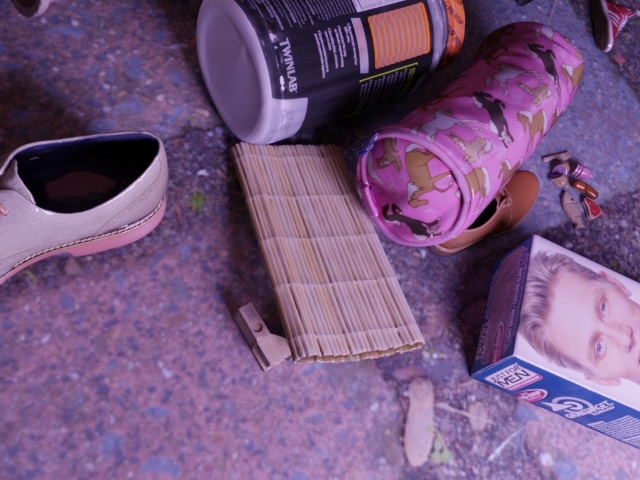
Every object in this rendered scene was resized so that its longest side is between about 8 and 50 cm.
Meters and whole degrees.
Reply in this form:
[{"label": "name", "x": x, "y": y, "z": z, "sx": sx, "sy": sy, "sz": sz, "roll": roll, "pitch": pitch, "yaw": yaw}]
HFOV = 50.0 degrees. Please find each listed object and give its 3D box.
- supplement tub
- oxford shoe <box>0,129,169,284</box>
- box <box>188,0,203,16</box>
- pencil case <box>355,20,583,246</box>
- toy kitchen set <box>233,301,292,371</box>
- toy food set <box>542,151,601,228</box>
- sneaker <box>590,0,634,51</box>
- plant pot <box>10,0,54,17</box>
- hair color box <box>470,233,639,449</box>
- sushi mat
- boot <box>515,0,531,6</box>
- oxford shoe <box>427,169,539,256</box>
[{"label": "supplement tub", "x": 0.019, "y": -0.254, "z": 0.879, "sx": 0.316, "sy": 0.193, "sz": 0.194, "roll": -23, "pitch": 75, "yaw": -28}, {"label": "oxford shoe", "x": -0.337, "y": -0.028, "z": 0.672, "sx": 0.397, "sy": 0.146, "sz": 0.140, "roll": -26, "pitch": 78, "yaw": -27}, {"label": "box", "x": -0.079, "y": -0.375, "z": 0.989, "sx": 0.225, "sy": 0.036, "sz": 0.136, "roll": 0, "pitch": 66, "yaw": -18}, {"label": "pencil case", "x": 0.201, "y": -0.152, "z": 0.891, "sx": 0.167, "sy": 0.160, "sz": 0.386, "roll": 35, "pitch": 51, "yaw": 16}, {"label": "toy kitchen set", "x": -0.038, "y": 0.090, "z": 0.770, "sx": 0.083, "sy": 0.068, "sz": 0.075, "roll": -26, "pitch": 77, "yaw": -28}, {"label": "toy food set", "x": 0.385, "y": -0.080, "z": 1.028, "sx": 0.078, "sy": 0.019, "sz": 0.122, "roll": -15, "pitch": 72, "yaw": -25}, {"label": "sneaker", "x": 0.514, "y": -0.372, "z": 1.197, "sx": 0.067, "sy": 0.042, "sz": 0.118, "roll": 10, "pitch": 61, "yaw": -11}, {"label": "plant pot", "x": -0.236, "y": -0.459, "z": 0.812, "sx": 0.305, "sy": 0.334, "sz": 0.334, "roll": -21, "pitch": 75, "yaw": -30}, {"label": "hair color box", "x": 0.380, "y": 0.149, "z": 0.871, "sx": 0.347, "sy": 0.105, "sz": 0.174, "roll": 23, "pitch": 60, "yaw": -7}, {"label": "sushi mat", "x": 0.000, "y": 0.000, "z": 0.808, "sx": 0.151, "sy": 0.019, "sz": 0.316, "roll": -4, "pitch": 53, "yaw": -23}, {"label": "boot", "x": 0.355, "y": -0.520, "z": 1.186, "sx": 0.178, "sy": 0.085, "sz": 0.236, "roll": 45, "pitch": 60, "yaw": 7}, {"label": "oxford shoe", "x": 0.236, "y": -0.047, "z": 0.929, "sx": 0.212, "sy": 0.076, "sz": 0.076, "roll": -31, "pitch": 78, "yaw": -30}]
